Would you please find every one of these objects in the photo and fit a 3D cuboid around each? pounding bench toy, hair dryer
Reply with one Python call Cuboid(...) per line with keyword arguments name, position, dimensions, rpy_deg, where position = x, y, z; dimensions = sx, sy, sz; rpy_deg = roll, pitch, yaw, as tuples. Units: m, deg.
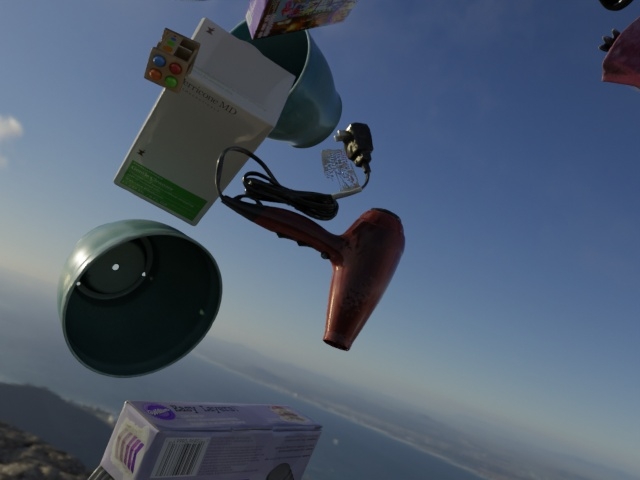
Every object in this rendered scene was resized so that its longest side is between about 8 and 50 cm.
Cuboid(name="pounding bench toy", position=(-0.210, -0.234, 0.920), dimensions=(0.052, 0.065, 0.083), rpy_deg=(23, -45, -11))
Cuboid(name="hair dryer", position=(0.000, 0.000, 0.870), dimensions=(0.224, 0.293, 0.080), rpy_deg=(-16, -13, -11))

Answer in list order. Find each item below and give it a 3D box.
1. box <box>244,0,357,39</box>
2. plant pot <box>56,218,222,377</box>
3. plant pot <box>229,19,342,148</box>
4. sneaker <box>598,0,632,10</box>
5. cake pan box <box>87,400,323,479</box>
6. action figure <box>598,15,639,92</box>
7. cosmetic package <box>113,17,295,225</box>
Cuboid(name="box", position=(-0.012, -0.462, 1.199), dimensions=(0.201, 0.057, 0.293), rpy_deg=(-17, -2, -17))
Cuboid(name="plant pot", position=(-0.359, 0.080, 1.247), dimensions=(0.293, 0.293, 0.196), rpy_deg=(28, 6, -44))
Cuboid(name="plant pot", position=(-0.083, -0.351, 1.564), dimensions=(0.272, 0.271, 0.255), rpy_deg=(12, -11, 32))
Cuboid(name="sneaker", position=(0.431, -0.457, 0.935), dimensions=(0.127, 0.182, 0.315), rpy_deg=(25, -27, 40))
Cuboid(name="cake pan box", position=(-0.139, 0.295, 0.710), dimensions=(0.070, 0.245, 0.267), rpy_deg=(23, 4, 39))
Cuboid(name="action figure", position=(0.649, -0.239, 1.106), dimensions=(0.370, 0.248, 0.276), rpy_deg=(50, 9, 34))
Cuboid(name="cosmetic package", position=(-0.227, -0.207, 1.256), dimensions=(0.197, 0.155, 0.365), rpy_deg=(29, -39, -16))
